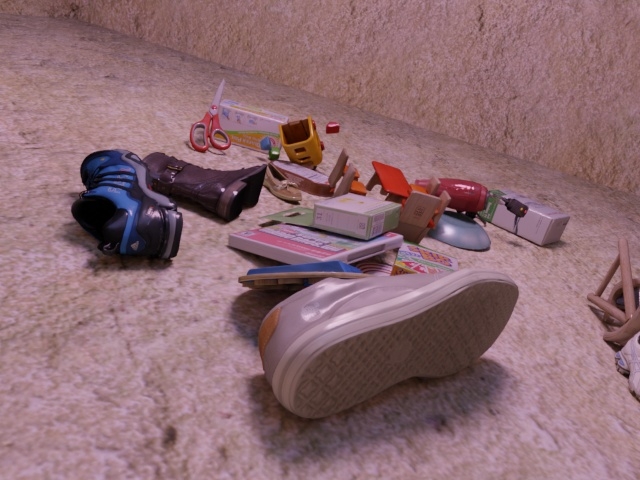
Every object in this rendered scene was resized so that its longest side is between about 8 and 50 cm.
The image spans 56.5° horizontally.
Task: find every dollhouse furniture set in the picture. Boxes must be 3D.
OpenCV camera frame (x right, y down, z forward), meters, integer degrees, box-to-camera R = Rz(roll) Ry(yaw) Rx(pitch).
[{"bbox_3d":[0.178,-0.109,1.351,0.262,0.135,0.259,14,31,-20],"label":"dollhouse furniture set"}]

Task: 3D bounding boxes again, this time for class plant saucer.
[{"bbox_3d":[0.336,-0.037,1.488,0.194,0.037,0.195,11,24,-5],"label":"plant saucer"}]

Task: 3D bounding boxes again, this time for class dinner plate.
[{"bbox_3d":[0.125,0.079,1.066,0.141,0.017,0.141,14,20,-5],"label":"dinner plate"}]

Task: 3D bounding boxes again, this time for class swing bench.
[{"bbox_3d":[0.684,0.146,1.135,0.253,0.165,0.255,20,26,6],"label":"swing bench"}]

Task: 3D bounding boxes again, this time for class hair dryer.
[{"bbox_3d":[0.368,-0.092,1.562,0.293,0.080,0.223,22,-17,-23],"label":"hair dryer"}]

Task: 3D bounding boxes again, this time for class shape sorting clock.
[{"bbox_3d":[-0.016,0.061,0.863,0.206,0.040,0.206,-4,-9,-1],"label":"shape sorting clock"}]

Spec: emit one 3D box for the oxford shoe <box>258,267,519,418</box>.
[{"bbox_3d":[0.106,0.104,0.785,0.449,0.169,0.130,-7,29,-38],"label":"oxford shoe"}]

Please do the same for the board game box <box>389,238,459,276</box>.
[{"bbox_3d":[0.205,0.050,1.149,0.124,0.039,0.259,21,11,7],"label":"board game box"}]

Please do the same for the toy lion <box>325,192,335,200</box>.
[{"bbox_3d":[0.049,-0.071,1.383,0.100,0.034,0.096,29,31,29],"label":"toy lion"}]

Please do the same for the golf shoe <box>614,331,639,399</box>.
[{"bbox_3d":[0.538,0.207,0.961,0.069,0.086,0.176,17,22,-5],"label":"golf shoe"}]

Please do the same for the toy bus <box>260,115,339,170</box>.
[{"bbox_3d":[-0.044,-0.242,1.624,0.202,0.191,0.104,10,57,-30],"label":"toy bus"}]

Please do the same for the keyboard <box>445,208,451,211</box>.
[{"bbox_3d":[0.330,-0.093,1.680,0.072,0.014,0.256,-3,28,-42],"label":"keyboard"}]

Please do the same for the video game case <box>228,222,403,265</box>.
[{"bbox_3d":[0.000,0.000,1.102,0.204,0.025,0.285,14,16,32],"label":"video game case"}]

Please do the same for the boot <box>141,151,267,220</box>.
[{"bbox_3d":[-0.245,-0.137,1.230,0.229,0.091,0.263,20,23,8],"label":"boot"}]

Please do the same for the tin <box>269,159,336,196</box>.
[{"bbox_3d":[-0.049,-0.162,1.531,0.189,0.040,0.106,23,25,16],"label":"tin"}]

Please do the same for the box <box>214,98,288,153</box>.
[{"bbox_3d":[-0.204,-0.332,1.750,0.203,0.103,0.114,15,20,-5],"label":"box"}]

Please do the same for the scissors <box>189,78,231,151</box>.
[{"bbox_3d":[-0.304,-0.353,1.632,0.109,0.021,0.297,1,55,-16],"label":"scissors"}]

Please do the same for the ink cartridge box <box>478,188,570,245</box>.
[{"bbox_3d":[0.585,-0.070,1.714,0.208,0.087,0.153,31,24,35],"label":"ink cartridge box"}]

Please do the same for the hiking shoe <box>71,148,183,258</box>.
[{"bbox_3d":[-0.338,-0.073,0.956,0.132,0.113,0.304,-2,27,-43],"label":"hiking shoe"}]

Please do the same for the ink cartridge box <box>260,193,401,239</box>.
[{"bbox_3d":[0.023,-0.060,1.192,0.235,0.056,0.171,14,16,24],"label":"ink cartridge box"}]

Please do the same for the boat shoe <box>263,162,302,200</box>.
[{"bbox_3d":[-0.092,-0.136,1.407,0.056,0.048,0.153,1,25,-36],"label":"boat shoe"}]
